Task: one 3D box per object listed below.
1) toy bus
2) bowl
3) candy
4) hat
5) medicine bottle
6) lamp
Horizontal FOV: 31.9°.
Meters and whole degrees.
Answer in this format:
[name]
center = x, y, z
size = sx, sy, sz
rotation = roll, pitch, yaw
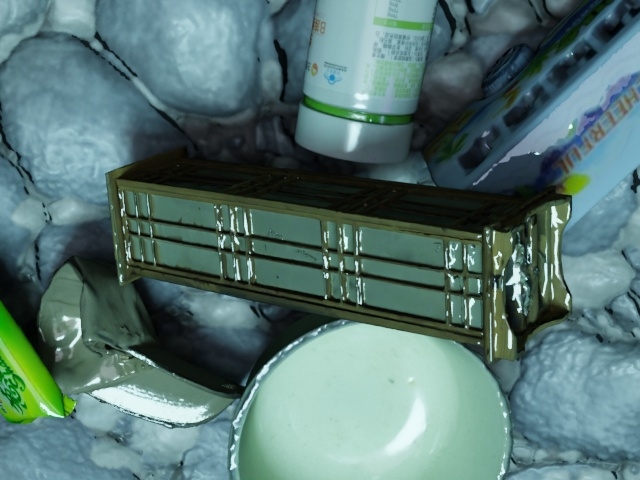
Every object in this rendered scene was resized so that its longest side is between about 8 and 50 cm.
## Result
[toy bus]
center = 0.217, -0.129, 0.754
size = 0.109, 0.136, 0.330
rotation = 42, 105, -11
[bowl]
center = 0.029, 0.137, 0.845
size = 0.211, 0.112, 0.211
rotation = -3, 106, -9
[candy]
center = -0.262, 0.069, 0.863
size = 0.102, 0.032, 0.178
rotation = -20, 105, 53
[hat]
center = -0.138, 0.083, 0.879
size = 0.175, 0.085, 0.147
rotation = 23, 148, -22
[medicine bottle]
center = 0.037, -0.152, 0.783
size = 0.086, 0.086, 0.183
rotation = 10, 106, 0
[lamp]
center = 0.000, 0.000, 0.747
size = 0.325, 0.090, 0.089
rotation = 8, 111, 35
